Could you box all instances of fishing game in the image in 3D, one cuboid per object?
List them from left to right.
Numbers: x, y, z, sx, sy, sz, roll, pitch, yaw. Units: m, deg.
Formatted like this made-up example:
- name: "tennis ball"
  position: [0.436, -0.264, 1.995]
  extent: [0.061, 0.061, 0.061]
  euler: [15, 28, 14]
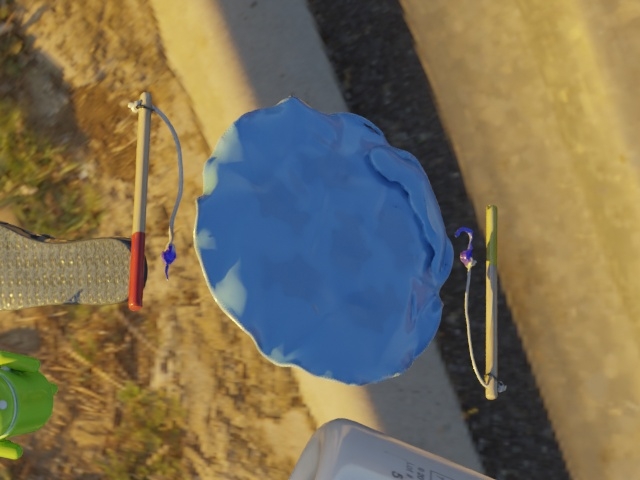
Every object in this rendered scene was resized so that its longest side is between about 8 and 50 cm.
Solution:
- name: "fishing game"
  position: [0.000, 0.000, 0.819]
  extent: [0.264, 0.041, 0.189]
  euler: [12, 63, -28]

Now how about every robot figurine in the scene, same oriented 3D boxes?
- name: "robot figurine"
  position: [-0.302, 0.155, 1.279]
  extent: [0.115, 0.067, 0.101]
  euler: [2, 104, -65]

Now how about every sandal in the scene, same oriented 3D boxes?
- name: "sandal"
  position: [-0.298, 0.032, 1.445]
  extent: [0.254, 0.054, 0.097]
  euler: [7, 96, 21]

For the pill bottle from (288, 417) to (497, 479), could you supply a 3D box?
- name: "pill bottle"
  position: [0.084, 0.178, 0.580]
  extent: [0.229, 0.131, 0.131]
  euler: [23, 76, -4]
